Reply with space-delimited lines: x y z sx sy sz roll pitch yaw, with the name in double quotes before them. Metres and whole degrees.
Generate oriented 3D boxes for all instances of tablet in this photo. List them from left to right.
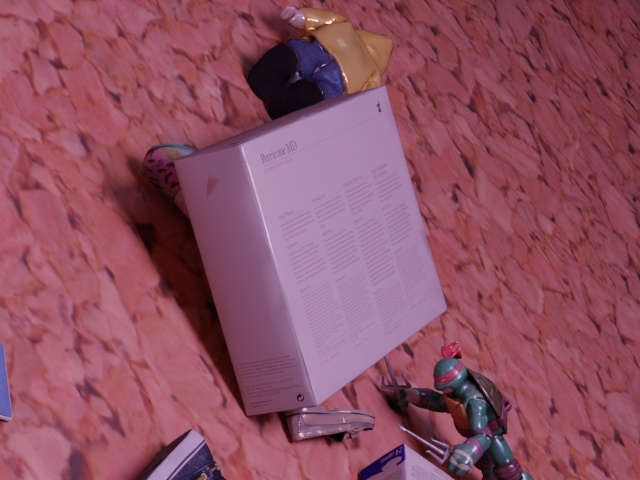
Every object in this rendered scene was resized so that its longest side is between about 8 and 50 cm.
"tablet" -0.302 0.121 1.643 0.054 0.006 0.083 25 40 -42

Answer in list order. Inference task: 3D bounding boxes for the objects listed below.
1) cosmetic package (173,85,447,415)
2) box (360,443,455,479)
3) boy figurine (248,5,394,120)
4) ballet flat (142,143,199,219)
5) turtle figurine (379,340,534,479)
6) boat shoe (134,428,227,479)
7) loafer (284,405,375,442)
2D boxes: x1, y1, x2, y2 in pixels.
"cosmetic package" 0.000 0.000 2.040 0.377 0.097 0.284 -28 106 -61
"box" 0.109 0.314 1.981 0.126 0.072 0.137 37 32 -30
"boy figurine" 0.010 -0.234 2.399 0.177 0.092 0.285 54 28 0
"ballet flat" -0.107 -0.036 2.036 0.221 0.077 0.079 30 40 -44
"turtle figurine" 0.165 0.213 2.091 0.234 0.118 0.175 55 3 -23
"boat shoe" -0.134 0.245 1.699 0.083 0.065 0.183 52 28 -2
"loafer" 0.010 0.204 1.991 0.125 0.045 0.039 12 67 -43
